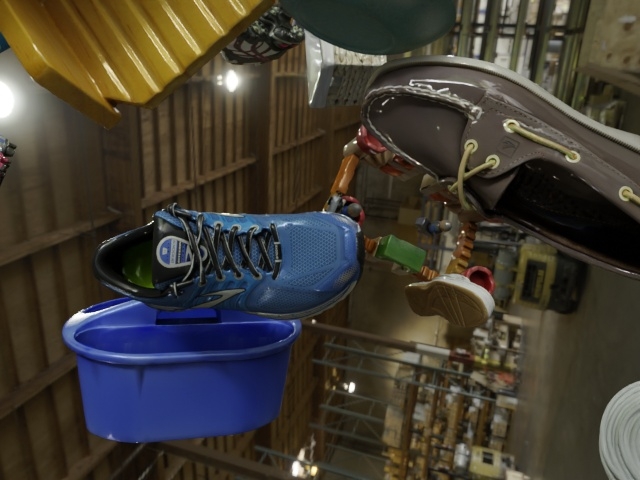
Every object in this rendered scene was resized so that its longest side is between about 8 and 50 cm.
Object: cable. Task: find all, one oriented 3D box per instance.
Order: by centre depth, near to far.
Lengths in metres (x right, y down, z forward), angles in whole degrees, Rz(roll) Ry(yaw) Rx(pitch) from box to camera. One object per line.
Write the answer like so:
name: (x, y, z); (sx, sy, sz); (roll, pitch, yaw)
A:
cable: (0.626, 0.369, 0.890); (0.089, 0.257, 0.257); (48, -144, -42)

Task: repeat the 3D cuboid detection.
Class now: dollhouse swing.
dollhouse swing: (-0.263, -0.366, 0.551); (0.315, 0.346, 0.305); (55, -171, 9)

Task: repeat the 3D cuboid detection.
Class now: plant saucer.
plant saucer: (0.028, -0.216, 0.487); (0.195, 0.194, 0.038); (16, -87, -73)

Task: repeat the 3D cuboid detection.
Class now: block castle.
block castle: (0.240, -0.068, 1.240); (0.303, 0.453, 0.213); (-68, 16, -16)

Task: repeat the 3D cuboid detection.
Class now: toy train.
toy train: (0.000, 0.000, 0.793); (0.158, 0.027, 0.036); (-65, -19, -6)

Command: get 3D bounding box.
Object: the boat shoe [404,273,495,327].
boat shoe: (0.273, 0.108, 1.058); (0.098, 0.096, 0.277); (70, 162, -6)

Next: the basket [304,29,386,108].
basket: (0.035, -0.304, 0.813); (0.113, 0.103, 0.167); (117, 151, -67)

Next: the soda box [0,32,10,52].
soda box: (-0.574, -0.421, 0.851); (0.210, 0.067, 0.071); (99, -167, -46)

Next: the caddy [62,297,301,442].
caddy: (-0.198, 0.158, 0.778); (0.241, 0.341, 0.179); (-144, 57, -69)

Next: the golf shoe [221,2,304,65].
golf shoe: (-0.140, -0.345, 0.874); (0.272, 0.120, 0.105); (-15, -105, -56)

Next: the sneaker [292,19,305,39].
sneaker: (0.001, -0.542, 1.050); (0.365, 0.137, 0.210); (34, -107, -50)

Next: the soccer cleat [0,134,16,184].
soccer cleat: (-0.692, -0.153, 1.009); (0.143, 0.331, 0.116); (21, -82, -32)

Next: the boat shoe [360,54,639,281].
boat shoe: (0.176, -0.066, 0.467); (0.097, 0.324, 0.117); (-57, -11, -36)

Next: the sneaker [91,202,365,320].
sneaker: (-0.112, 0.028, 0.580); (0.147, 0.329, 0.130); (24, -120, -68)
